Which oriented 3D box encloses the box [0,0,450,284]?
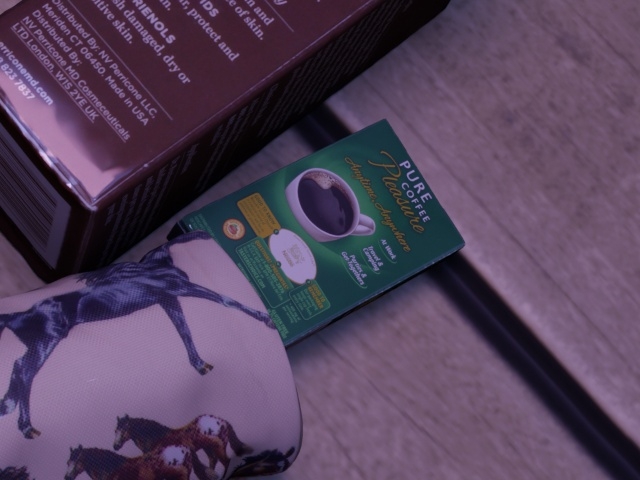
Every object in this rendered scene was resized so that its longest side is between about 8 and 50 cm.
[{"bbox_3d":[-0.057,-0.146,1.051,0.381,0.191,0.143,-37,84,-23],"label":"box"}]

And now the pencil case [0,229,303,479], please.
[{"bbox_3d":[-0.198,0.132,0.917,0.410,0.183,0.160,-21,35,-29],"label":"pencil case"}]

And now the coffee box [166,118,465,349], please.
[{"bbox_3d":[0.000,0.000,1.087,0.184,0.040,0.113,-29,81,-30],"label":"coffee box"}]
